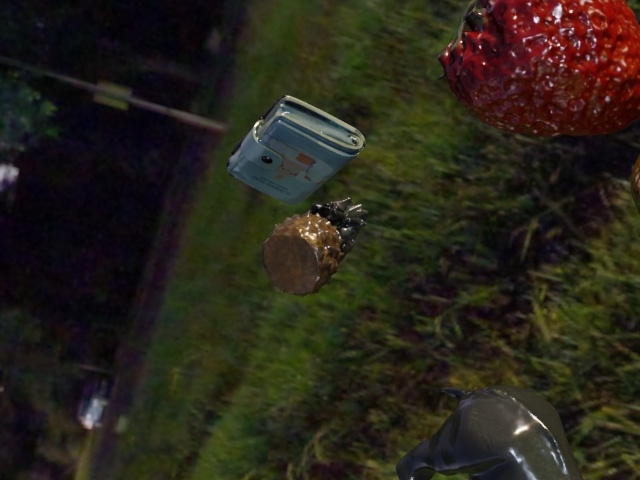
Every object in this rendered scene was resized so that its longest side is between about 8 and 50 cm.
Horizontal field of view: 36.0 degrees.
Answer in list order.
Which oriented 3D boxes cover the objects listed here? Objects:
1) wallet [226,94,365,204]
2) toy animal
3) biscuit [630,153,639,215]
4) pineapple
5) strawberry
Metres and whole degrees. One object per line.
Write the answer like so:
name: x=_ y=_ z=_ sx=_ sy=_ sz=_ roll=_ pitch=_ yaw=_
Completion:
wallet: x=-0.052 y=-0.156 z=1.775 sx=0.250 sy=0.176 sz=0.075 roll=-37 pitch=32 yaw=57
toy animal: x=0.148 y=0.215 z=0.692 sx=0.115 sy=0.245 sz=0.146 roll=-31 pitch=-7 yaw=-42
biscuit: x=0.388 y=-0.089 z=0.786 sx=0.296 sy=0.102 sz=0.296 roll=-30 pitch=13 yaw=8
pineapple: x=0.000 y=0.000 z=1.421 sx=0.119 sy=0.111 sz=0.237 roll=-27 pitch=5 yaw=27
strawberry: x=0.311 y=-0.244 z=1.285 sx=0.257 sy=0.277 sz=0.257 roll=-62 pitch=2 yaw=4
